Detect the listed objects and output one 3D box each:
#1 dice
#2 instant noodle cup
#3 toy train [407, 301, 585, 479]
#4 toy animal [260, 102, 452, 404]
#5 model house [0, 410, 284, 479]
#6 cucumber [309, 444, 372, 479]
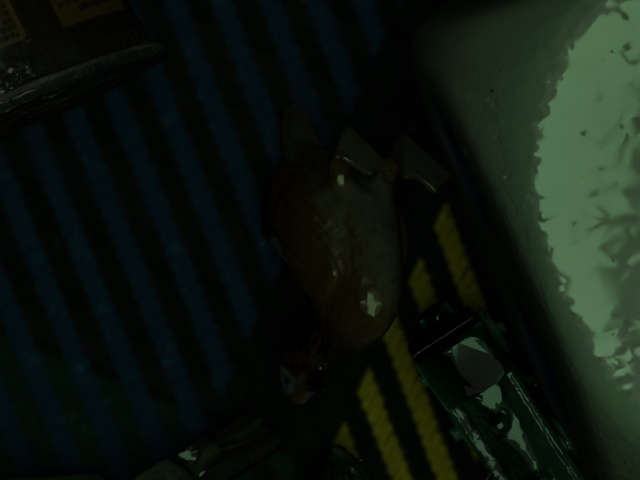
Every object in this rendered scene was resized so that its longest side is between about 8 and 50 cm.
[{"bbox_3d":[0.228,-0.041,1.128,0.277,0.304,0.304,-25,100,-2],"label":"dice"},{"bbox_3d":[-0.230,-0.160,1.126,0.217,0.217,0.207,-23,93,-2],"label":"instant noodle cup"},{"bbox_3d":[0.120,0.119,1.240,0.071,0.111,0.170,-33,99,4],"label":"toy train"},{"bbox_3d":[0.000,0.000,1.206,0.089,0.188,0.179,8,125,-31],"label":"toy animal"},{"bbox_3d":[-0.126,0.245,1.237,0.278,0.218,0.205,-30,57,-31],"label":"model house"},{"bbox_3d":[-0.011,0.270,1.267,0.077,0.077,0.265,20,95,-8],"label":"cucumber"}]
